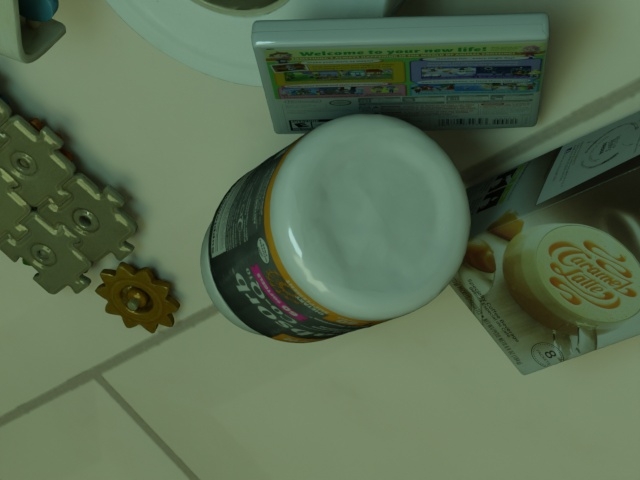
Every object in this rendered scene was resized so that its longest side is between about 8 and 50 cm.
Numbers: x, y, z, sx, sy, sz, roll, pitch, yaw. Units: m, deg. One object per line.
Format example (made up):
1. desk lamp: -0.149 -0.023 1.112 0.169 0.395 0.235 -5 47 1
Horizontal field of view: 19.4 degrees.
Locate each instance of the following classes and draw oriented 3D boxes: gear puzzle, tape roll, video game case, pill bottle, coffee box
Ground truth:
1. gear puzzle: -0.257 -0.038 1.793 0.339 0.044 0.175 43 134 -13
2. tape roll: -0.055 -0.259 1.437 0.286 0.100 0.286 16 132 18
3. video game case: 0.062 -0.124 1.415 0.212 0.023 0.193 -1 164 3
4. pill bottle: 0.000 0.000 1.527 0.162 0.162 0.278 42 161 -8
5. coffee box: 0.227 -0.003 1.487 0.246 0.098 0.141 -26 111 42

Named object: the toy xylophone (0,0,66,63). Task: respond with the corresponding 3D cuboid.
1. toy xylophone: -0.294 -0.269 1.433 0.236 0.081 0.323 26 145 5
